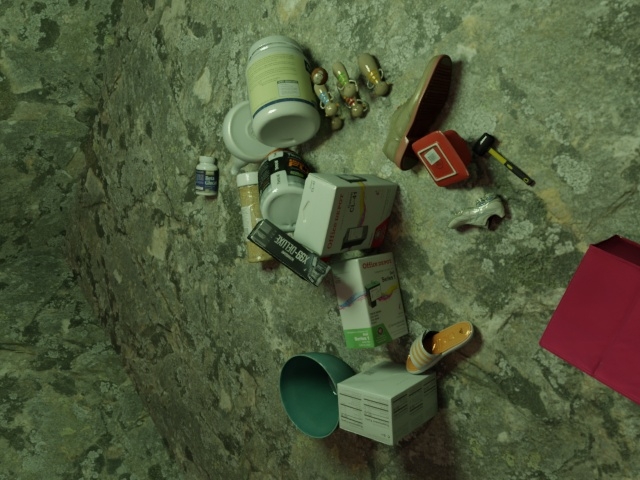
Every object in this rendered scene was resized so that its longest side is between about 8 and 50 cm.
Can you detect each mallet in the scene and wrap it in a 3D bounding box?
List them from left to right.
[{"bbox_3d":[0.495,-0.210,1.374,0.190,0.039,0.062,54,126,18],"label":"mallet"}]

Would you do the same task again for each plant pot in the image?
[{"bbox_3d":[0.020,0.526,1.797,0.290,0.195,0.291,8,102,41],"label":"plant pot"}]

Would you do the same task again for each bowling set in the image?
[{"bbox_3d":[0.057,-0.472,1.633,0.287,0.199,0.154,-40,71,43],"label":"bowling set"}]

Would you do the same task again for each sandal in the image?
[{"bbox_3d":[0.343,0.310,1.533,0.265,0.076,0.102,-43,29,31],"label":"sandal"}]

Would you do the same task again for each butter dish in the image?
[{"bbox_3d":[0.368,-0.252,1.432,0.160,0.118,0.160,54,161,-7],"label":"butter dish"}]

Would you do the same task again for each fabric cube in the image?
[{"bbox_3d":[0.686,0.162,1.100,0.259,0.254,0.258,32,116,35],"label":"fabric cube"}]

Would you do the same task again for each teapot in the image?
[{"bbox_3d":[-0.265,-0.416,1.930,0.253,0.255,0.187,67,163,-12],"label":"teapot"}]

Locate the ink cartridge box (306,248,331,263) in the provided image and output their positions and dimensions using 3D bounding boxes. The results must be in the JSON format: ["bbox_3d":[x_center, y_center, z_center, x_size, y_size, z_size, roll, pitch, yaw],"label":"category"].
[{"bbox_3d":[0.000,0.000,1.784,0.078,0.134,0.231,48,124,26],"label":"ink cartridge box"}]

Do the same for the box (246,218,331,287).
[{"bbox_3d":[-0.109,0.034,1.572,0.242,0.307,0.077,37,84,-10],"label":"box"}]

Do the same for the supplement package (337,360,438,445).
[{"bbox_3d":[0.213,0.497,1.572,0.203,0.261,0.145,1,96,42],"label":"supplement package"}]

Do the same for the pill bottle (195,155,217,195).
[{"bbox_3d":[-0.507,-0.290,2.234,0.094,0.094,0.170,15,106,40],"label":"pill bottle"}]

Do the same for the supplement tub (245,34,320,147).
[{"bbox_3d":[-0.137,-0.515,1.746,0.235,0.235,0.325,-28,63,41],"label":"supplement tub"}]

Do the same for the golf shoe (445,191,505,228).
[{"bbox_3d":[0.439,-0.062,1.424,0.176,0.069,0.086,-35,78,41],"label":"golf shoe"}]

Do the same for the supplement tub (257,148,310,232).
[{"bbox_3d":[-0.122,-0.186,1.759,0.194,0.193,0.316,-61,25,30],"label":"supplement tub"}]

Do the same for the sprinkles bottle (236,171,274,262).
[{"bbox_3d":[-0.257,-0.093,2.015,0.121,0.121,0.356,-6,92,43],"label":"sprinkles bottle"}]

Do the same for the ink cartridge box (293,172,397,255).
[{"bbox_3d":[0.085,-0.087,1.578,0.131,0.306,0.226,28,114,38],"label":"ink cartridge box"}]

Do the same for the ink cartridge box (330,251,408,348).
[{"bbox_3d":[0.160,0.187,1.618,0.117,0.201,0.279,-13,86,42],"label":"ink cartridge box"}]

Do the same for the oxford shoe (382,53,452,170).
[{"bbox_3d":[0.273,-0.390,1.493,0.130,0.122,0.349,42,121,37],"label":"oxford shoe"}]
